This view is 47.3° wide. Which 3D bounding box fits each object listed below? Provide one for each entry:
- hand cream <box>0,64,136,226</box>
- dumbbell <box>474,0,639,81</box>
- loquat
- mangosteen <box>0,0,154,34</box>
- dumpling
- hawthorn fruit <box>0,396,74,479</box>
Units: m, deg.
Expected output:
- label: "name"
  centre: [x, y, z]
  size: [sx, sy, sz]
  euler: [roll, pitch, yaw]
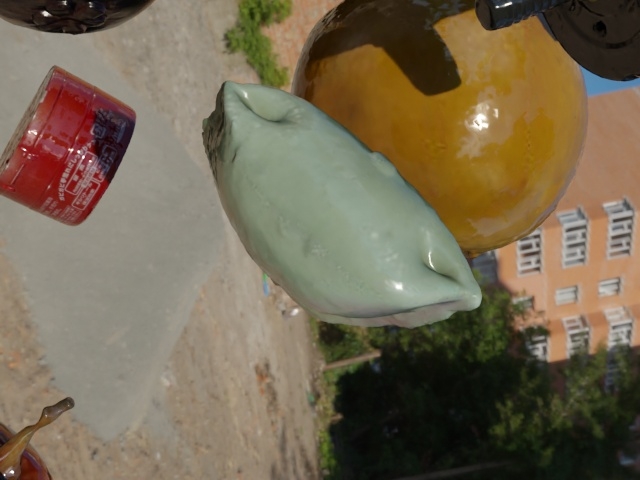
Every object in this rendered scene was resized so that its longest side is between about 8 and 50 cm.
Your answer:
- label: "hand cream"
  centre: [-0.400, -0.144, 1.144]
  size: [0.149, 0.230, 0.230]
  euler: [28, 30, -24]
- label: "dumbbell"
  centre: [0.235, -0.191, 0.436]
  size: [0.143, 0.326, 0.143]
  euler: [61, -12, 22]
- label: "loquat"
  centre: [0.126, -0.137, 0.794]
  size: [0.328, 0.329, 0.328]
  euler: [-12, 90, -87]
- label: "mangosteen"
  centre: [-0.297, -0.394, 0.847]
  size: [0.297, 0.297, 0.313]
  euler: [72, 29, -62]
- label: "dumpling"
  centre: [0.007, -0.010, 0.480]
  size: [0.217, 0.105, 0.149]
  euler: [38, -7, 16]
- label: "hawthorn fruit"
  centre: [-0.296, 0.211, 0.553]
  size: [0.241, 0.272, 0.242]
  euler: [57, -5, 7]
